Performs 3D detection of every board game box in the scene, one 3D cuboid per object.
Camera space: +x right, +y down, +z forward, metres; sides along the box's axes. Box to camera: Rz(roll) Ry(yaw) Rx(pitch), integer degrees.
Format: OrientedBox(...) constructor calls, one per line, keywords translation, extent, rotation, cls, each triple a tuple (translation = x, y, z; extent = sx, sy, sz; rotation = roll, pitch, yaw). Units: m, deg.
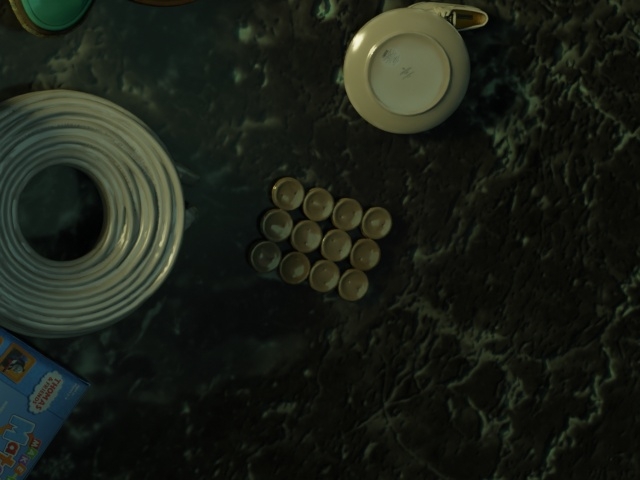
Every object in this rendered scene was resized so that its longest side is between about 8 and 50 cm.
OrientedBox(translation=(-0.372, 0.157, 1.824), extent=(0.211, 0.039, 0.160), rotation=(36, 85, -19), cls="board game box")

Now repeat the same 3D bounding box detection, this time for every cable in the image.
OrientedBox(translation=(-0.265, -0.025, 1.793), extent=(0.257, 0.089, 0.257), rotation=(37, 80, -18), cls="cable")

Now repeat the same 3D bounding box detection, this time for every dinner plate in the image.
OrientedBox(translation=(0.096, -0.184, 1.923), extent=(0.141, 0.017, 0.141), rotation=(-1, 105, -4), cls="dinner plate")

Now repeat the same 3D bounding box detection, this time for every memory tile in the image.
OrientedBox(translation=(0.000, 0.000, 1.940), extent=(0.148, 0.012, 0.113), rotation=(18, 93, -21), cls="memory tile")

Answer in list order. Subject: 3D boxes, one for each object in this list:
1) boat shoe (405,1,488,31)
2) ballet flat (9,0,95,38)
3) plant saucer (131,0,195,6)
OrientedBox(translation=(0.138, -0.245, 1.936), extent=(0.100, 0.035, 0.035), rotation=(0, 99, -19), cls="boat shoe")
OrientedBox(translation=(-0.270, -0.378, 1.734), extent=(0.123, 0.123, 0.348), rotation=(-2, 103, -19), cls="ballet flat")
OrientedBox(translation=(-0.160, -0.342, 1.817), extent=(0.200, 0.037, 0.200), rotation=(-3, 100, -18), cls="plant saucer")
